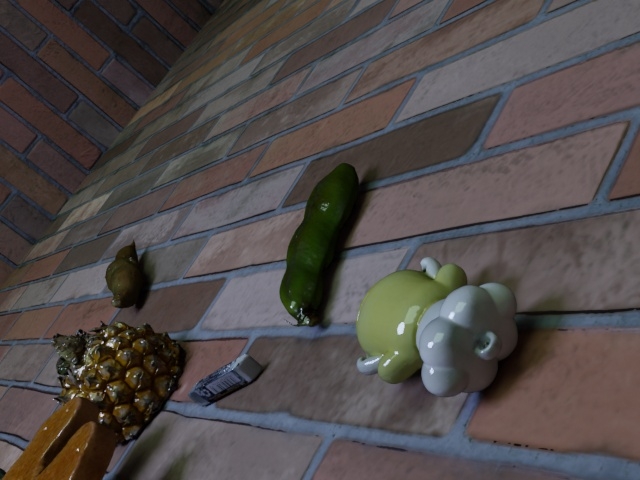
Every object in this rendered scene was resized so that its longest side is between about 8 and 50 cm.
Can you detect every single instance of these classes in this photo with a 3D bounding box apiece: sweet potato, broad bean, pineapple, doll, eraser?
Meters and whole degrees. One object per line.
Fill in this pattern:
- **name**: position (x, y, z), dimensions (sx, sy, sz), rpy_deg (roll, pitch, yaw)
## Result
- **sweet potato**: position (-0.329, 0.056, 1.475), dimensions (0.067, 0.067, 0.274), rpy_deg (-47, 20, 6)
- **broad bean**: position (-0.003, 0.002, 0.935), dimensions (0.065, 0.046, 0.254), rpy_deg (-25, 32, 35)
- **pineapple**: position (-0.269, 0.154, 1.074), dimensions (0.161, 0.137, 0.176), rpy_deg (-48, 22, 3)
- **doll**: position (0.080, 0.063, 0.640), dimensions (0.106, 0.062, 0.162), rpy_deg (-57, 21, -9)
- **eraser**: position (-0.099, 0.145, 0.906), dimensions (0.099, 0.027, 0.019), rpy_deg (-33, 24, 39)

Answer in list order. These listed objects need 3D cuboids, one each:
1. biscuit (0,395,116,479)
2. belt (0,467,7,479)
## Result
- **biscuit**: position (-0.322, 0.309, 0.873), dimensions (0.334, 0.047, 0.202), rpy_deg (-52, 22, -14)
- **belt**: position (-0.452, 0.377, 1.046), dimensions (0.257, 0.150, 0.207), rpy_deg (-45, 11, 8)
